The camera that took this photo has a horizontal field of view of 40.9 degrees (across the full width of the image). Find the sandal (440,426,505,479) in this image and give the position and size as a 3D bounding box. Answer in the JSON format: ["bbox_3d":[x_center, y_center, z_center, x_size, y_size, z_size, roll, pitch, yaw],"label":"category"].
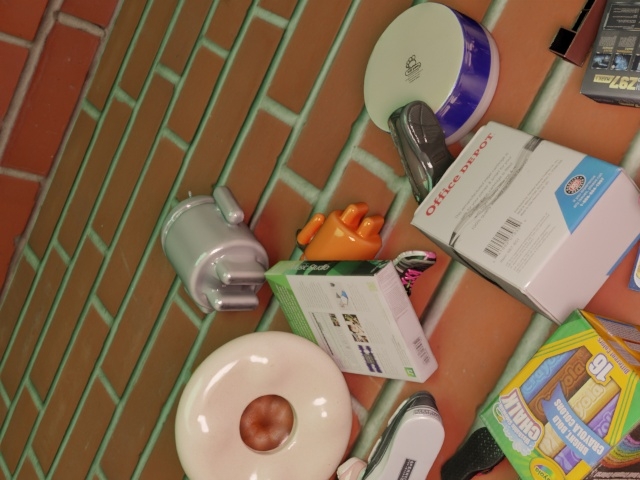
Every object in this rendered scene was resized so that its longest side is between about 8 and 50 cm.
[{"bbox_3d":[0.263,0.363,1.430,0.179,0.040,0.067,-54,36,45],"label":"sandal"}]

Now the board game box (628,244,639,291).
[{"bbox_3d":[0.544,0.027,1.200,0.201,0.035,0.136,15,90,50],"label":"board game box"}]

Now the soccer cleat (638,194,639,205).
[{"bbox_3d":[0.549,0.005,1.082,0.318,0.116,0.109,36,105,48],"label":"soccer cleat"}]

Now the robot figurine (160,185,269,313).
[{"bbox_3d":[-0.252,0.026,2.009,0.353,0.199,0.300,50,124,45],"label":"robot figurine"}]

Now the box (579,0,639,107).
[{"bbox_3d":[0.528,-0.292,1.302,0.232,0.059,0.183,19,92,50],"label":"box"}]

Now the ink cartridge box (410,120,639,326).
[{"bbox_3d":[0.320,-0.036,1.339,0.223,0.129,0.307,-52,33,0],"label":"ink cartridge box"}]

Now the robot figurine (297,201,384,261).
[{"bbox_3d":[0.039,0.028,1.724,0.219,0.158,0.128,-55,22,22],"label":"robot figurine"}]

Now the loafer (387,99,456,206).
[{"bbox_3d":[0.200,-0.121,1.560,0.084,0.096,0.268,-10,103,59],"label":"loafer"}]

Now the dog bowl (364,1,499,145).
[{"bbox_3d":[0.209,-0.317,1.652,0.265,0.104,0.265,-19,65,45],"label":"dog bowl"}]

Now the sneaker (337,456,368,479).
[{"bbox_3d":[0.055,0.474,1.625,0.070,0.051,0.134,30,98,51],"label":"sneaker"}]

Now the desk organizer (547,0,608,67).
[{"bbox_3d":[0.440,-0.363,1.435,0.047,0.050,0.130,43,111,47],"label":"desk organizer"}]

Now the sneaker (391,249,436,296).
[{"bbox_3d":[0.160,0.071,1.620,0.170,0.063,0.075,-30,56,46],"label":"sneaker"}]

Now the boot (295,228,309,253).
[{"bbox_3d":[0.000,0.000,1.848,0.114,0.037,0.106,-36,66,41],"label":"boot"}]

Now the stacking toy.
[{"bbox_3d":[-0.170,0.333,1.804,0.480,0.350,0.351,-170,94,-69],"label":"stacking toy"}]

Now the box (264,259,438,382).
[{"bbox_3d":[0.051,0.147,1.622,0.322,0.058,0.232,-2,119,48],"label":"box"}]

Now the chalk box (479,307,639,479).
[{"bbox_3d":[0.368,0.268,1.218,0.289,0.180,0.179,-53,44,23],"label":"chalk box"}]

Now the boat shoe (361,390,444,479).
[{"bbox_3d":[0.132,0.399,1.525,0.102,0.108,0.301,-84,12,-65],"label":"boat shoe"}]
